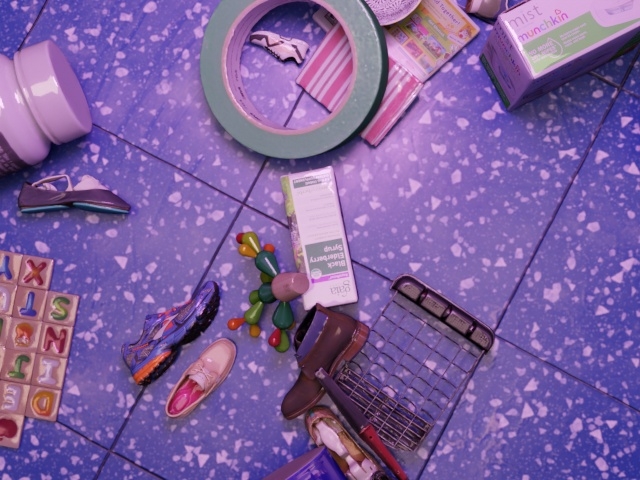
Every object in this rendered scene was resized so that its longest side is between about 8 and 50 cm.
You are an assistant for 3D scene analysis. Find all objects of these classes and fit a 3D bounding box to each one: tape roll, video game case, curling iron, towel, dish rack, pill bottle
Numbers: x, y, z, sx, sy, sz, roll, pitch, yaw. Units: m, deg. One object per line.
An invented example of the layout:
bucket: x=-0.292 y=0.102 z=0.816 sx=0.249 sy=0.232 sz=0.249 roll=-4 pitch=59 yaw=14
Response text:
tape roll: x=-0.046 y=-0.302 z=1.485 sx=0.322 sy=0.077 sz=0.321 roll=2 pitch=100 yaw=14
video game case: x=0.136 y=-0.390 z=1.557 sx=0.206 sy=0.026 sz=0.227 roll=-42 pitch=85 yaw=-1
curling iron: x=0.069 y=0.328 z=1.440 sx=0.068 sy=0.035 sz=0.274 roll=-36 pitch=101 yaw=-37
towel: x=0.067 y=-0.281 z=1.533 sx=0.197 sy=0.029 sz=0.144 roll=41 pitch=104 yaw=9
dish rack: x=0.153 y=0.216 z=1.493 sx=0.208 sy=0.074 sz=0.271 roll=34 pitch=90 yaw=5
pill bottle: x=-0.594 y=-0.198 z=1.476 sx=0.361 sy=0.204 sz=0.204 roll=-21 pitch=86 yaw=0

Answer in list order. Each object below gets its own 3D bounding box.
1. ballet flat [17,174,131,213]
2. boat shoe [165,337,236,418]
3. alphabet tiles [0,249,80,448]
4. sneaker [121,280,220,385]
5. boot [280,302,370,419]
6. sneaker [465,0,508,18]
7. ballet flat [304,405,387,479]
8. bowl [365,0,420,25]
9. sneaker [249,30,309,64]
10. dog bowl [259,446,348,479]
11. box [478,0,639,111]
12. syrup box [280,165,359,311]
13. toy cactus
ballet flat: x=-0.437 y=-0.083 z=1.532 sx=0.203 sy=0.074 sz=0.074 roll=0 pitch=86 yaw=4
boat shoe: x=-0.209 y=0.245 z=1.505 sx=0.063 sy=0.059 sz=0.170 roll=37 pitch=88 yaw=4
alphabet tiles: x=-0.591 y=0.188 z=1.546 sx=0.285 sy=0.011 sz=0.342 roll=10 pitch=86 yaw=2
sneaker: x=-0.264 y=0.149 z=1.506 sx=0.087 sy=0.083 sz=0.221 roll=43 pitch=85 yaw=12
boot: x=-0.024 y=0.203 z=1.469 sx=0.106 sy=0.082 sz=0.219 roll=34 pitch=101 yaw=-22
sneaker: x=0.327 y=-0.484 z=1.543 sx=0.086 sy=0.064 sz=0.192 roll=18 pitch=87 yaw=-5
ballet flat: x=0.044 y=0.375 z=1.484 sx=0.073 sy=0.067 sz=0.206 roll=-44 pitch=86 yaw=-1
bowl: x=0.110 y=-0.456 z=1.501 sx=0.170 sy=0.080 sz=0.170 roll=2 pitch=98 yaw=14
sneaker: x=-0.077 y=-0.347 z=1.553 sx=0.109 sy=0.040 sz=0.043 roll=15 pitch=89 yaw=3
dog bowl: x=-0.074 y=0.444 z=1.385 sx=0.265 sy=0.265 sz=0.104 roll=-32 pitch=84 yaw=-1
box: x=0.420 y=-0.351 z=1.443 sx=0.262 sy=0.231 sz=0.126 roll=-27 pitch=85 yaw=-1
syrup box: x=0.000 y=0.000 z=1.498 sx=0.093 sy=0.096 sz=0.236 roll=-11 pitch=85 yaw=3
toy cactus: x=-0.086 y=0.082 z=1.458 sx=0.112 sy=0.181 sz=0.218 roll=-4 pitch=82 yaw=-32
